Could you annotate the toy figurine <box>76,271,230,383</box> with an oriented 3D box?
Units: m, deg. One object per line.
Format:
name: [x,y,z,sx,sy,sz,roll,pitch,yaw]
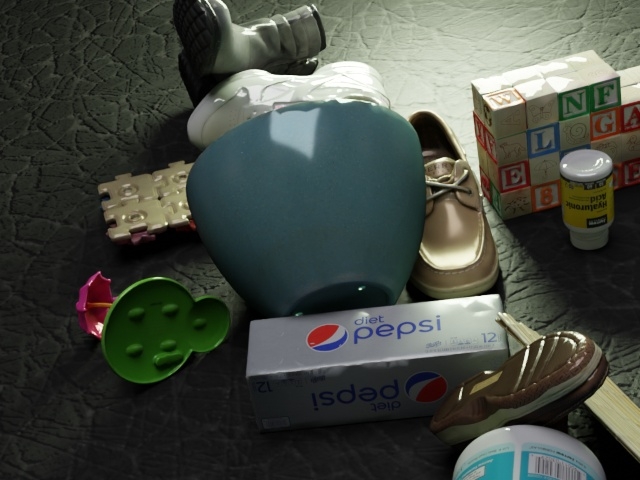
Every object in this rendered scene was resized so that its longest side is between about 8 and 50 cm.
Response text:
toy figurine: [-0.223,0.086,1.635,0.173,0.130,0.159,-7,17,-35]

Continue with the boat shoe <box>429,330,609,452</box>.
boat shoe: [0.211,0.162,1.301,0.095,0.095,0.257,-53,8,-28]

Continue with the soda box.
soda box: [0.065,0.136,1.482,0.286,0.091,0.098,-7,36,6]

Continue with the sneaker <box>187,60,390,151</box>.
sneaker: [-0.044,-0.185,1.958,0.305,0.114,0.152,-14,33,-5]

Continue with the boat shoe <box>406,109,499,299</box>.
boat shoe: [0.147,-0.050,1.714,0.122,0.110,0.341,-11,34,-1]

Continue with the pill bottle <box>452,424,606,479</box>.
pill bottle: [0.177,0.297,1.168,0.146,0.146,0.264,-1,35,14]

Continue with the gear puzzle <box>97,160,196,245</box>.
gear puzzle: [-0.139,-0.065,1.882,0.339,0.044,0.175,-13,32,-9]

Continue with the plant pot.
plant pot: [0.000,0.000,1.574,0.290,0.290,0.195,-12,60,-3]

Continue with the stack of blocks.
stack of blocks: [0.357,-0.153,1.754,0.297,0.171,0.087,-14,34,-7]

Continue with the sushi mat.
sushi mat: [0.303,0.177,1.335,0.019,0.151,0.316,-57,37,12]

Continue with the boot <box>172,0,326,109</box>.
boot: [-0.099,-0.312,2.012,0.223,0.118,0.338,-21,-8,-10]

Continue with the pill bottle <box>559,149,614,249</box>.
pill bottle: [0.331,-0.049,1.656,0.065,0.116,0.065,-8,34,5]
